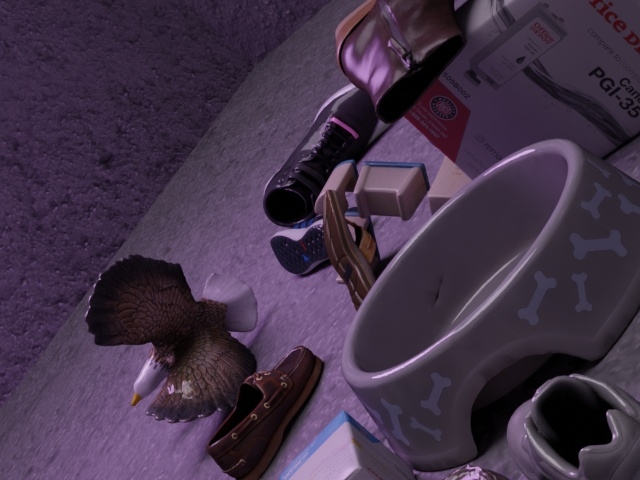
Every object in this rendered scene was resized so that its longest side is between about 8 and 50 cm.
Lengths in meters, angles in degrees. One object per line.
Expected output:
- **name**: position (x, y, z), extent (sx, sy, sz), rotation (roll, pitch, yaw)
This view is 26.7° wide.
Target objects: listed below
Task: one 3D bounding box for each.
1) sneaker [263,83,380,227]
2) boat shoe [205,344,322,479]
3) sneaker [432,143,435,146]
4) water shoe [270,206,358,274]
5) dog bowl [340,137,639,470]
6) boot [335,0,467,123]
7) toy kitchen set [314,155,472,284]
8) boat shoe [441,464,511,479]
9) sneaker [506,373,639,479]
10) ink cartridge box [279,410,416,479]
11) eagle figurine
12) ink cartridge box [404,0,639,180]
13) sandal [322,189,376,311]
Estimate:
- **sneaker**: position (0.007, -0.133, 2.263), extent (0.296, 0.104, 0.147), rotation (-49, 14, 20)
- **boat shoe**: position (-0.066, 0.193, 1.602), extent (0.073, 0.073, 0.207), rotation (-36, 16, 43)
- **sneaker**: position (0.208, -0.232, 1.792), extent (0.139, 0.125, 0.341), rotation (-24, 15, 31)
- **water shoe**: position (0.000, 0.000, 1.998), extent (0.080, 0.073, 0.203), rotation (-30, 8, -29)
- **dog bowl**: position (0.158, 0.047, 1.264), extent (0.349, 0.102, 0.349), rotation (-44, 15, 14)
- **boot**: position (0.124, -0.246, 1.411), extent (0.248, 0.090, 0.207), rotation (-45, 31, 12)
- **toy kitchen set**: position (0.117, -0.032, 1.705), extent (0.207, 0.166, 0.122), rotation (4, 41, 24)
- **boat shoe**: position (0.098, 0.240, 0.904), extent (0.116, 0.096, 0.324), rotation (-43, 14, 19)
- **sneaker**: position (0.179, 0.129, 0.919), extent (0.099, 0.121, 0.262), rotation (-48, 13, -7)
- **ink cartridge box**: position (0.028, 0.230, 1.159), extent (0.090, 0.092, 0.143), rotation (-46, 13, 8)
- **eagle figurine**: position (-0.202, 0.142, 1.890), extent (0.298, 0.226, 0.225), rotation (114, 160, -82)
- **ink cartridge box**: position (0.245, -0.188, 1.432), extent (0.283, 0.207, 0.117), rotation (-37, 18, 37)
- **sandal**: position (0.047, 0.020, 1.617), extent (0.049, 0.180, 0.072), rotation (-17, -23, -20)
